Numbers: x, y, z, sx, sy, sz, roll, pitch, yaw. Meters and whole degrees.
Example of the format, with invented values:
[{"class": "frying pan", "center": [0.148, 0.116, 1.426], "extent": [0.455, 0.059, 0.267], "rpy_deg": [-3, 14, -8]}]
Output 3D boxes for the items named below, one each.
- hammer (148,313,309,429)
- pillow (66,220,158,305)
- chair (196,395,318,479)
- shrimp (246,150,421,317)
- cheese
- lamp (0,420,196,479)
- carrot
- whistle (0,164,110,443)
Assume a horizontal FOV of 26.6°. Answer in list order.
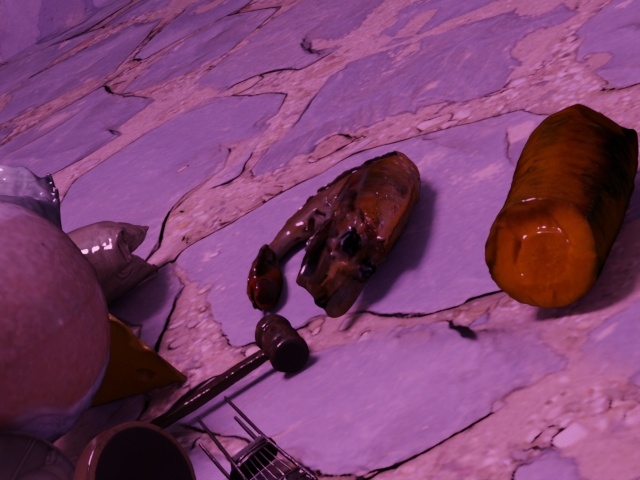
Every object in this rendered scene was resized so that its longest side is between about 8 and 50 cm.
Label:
[{"class": "hammer", "center": [-0.137, 0.144, 0.940], "extent": [0.292, 0.029, 0.058], "rpy_deg": [-33, 19, -7]}, {"class": "pillow", "center": [-0.233, 0.040, 1.198], "extent": [0.181, 0.077, 0.134], "rpy_deg": [-25, -5, -1]}, {"class": "chair", "center": [-0.039, 0.136, 0.819], "extent": [0.037, 0.042, 0.086], "rpy_deg": [-37, 57, -18]}, {"class": "shrimp", "center": [-0.001, -0.001, 1.067], "extent": [0.173, 0.058, 0.253], "rpy_deg": [-27, 16, 28]}, {"class": "cheese", "center": [-0.189, 0.081, 1.039], "extent": [0.171, 0.093, 0.126], "rpy_deg": [2, 54, 41]}, {"class": "lamp", "center": [-0.167, 0.163, 0.783], "extent": [0.215, 0.121, 0.121], "rpy_deg": [-26, 17, 42]}, {"class": "carrot", "center": [0.160, -0.029, 0.877], "extent": [0.082, 0.082, 0.173], "rpy_deg": [-17, 20, 29]}, {"class": "whistle", "center": [-0.231, 0.042, 0.942], "extent": [0.189, 0.189, 0.348], "rpy_deg": [-27, 24, 5]}]
